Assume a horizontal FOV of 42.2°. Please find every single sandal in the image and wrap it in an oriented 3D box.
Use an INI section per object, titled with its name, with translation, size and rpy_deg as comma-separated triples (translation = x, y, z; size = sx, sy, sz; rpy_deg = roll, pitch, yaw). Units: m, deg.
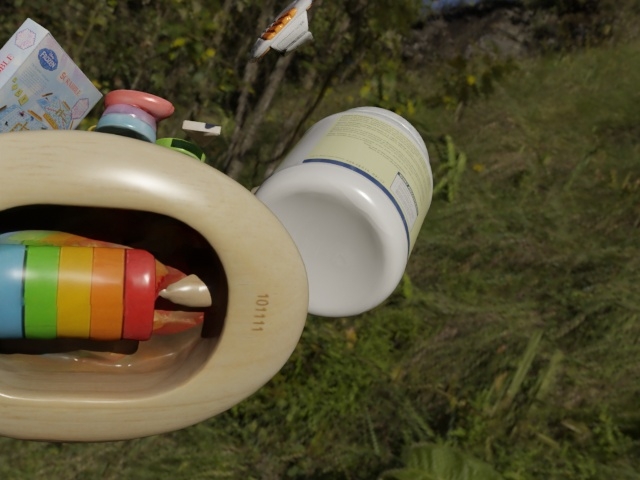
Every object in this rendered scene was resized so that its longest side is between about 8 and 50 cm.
[sandal]
translation = -0.032, -0.422, 1.593
size = 0.076, 0.265, 0.102
rpy_deg = 41, 17, -21

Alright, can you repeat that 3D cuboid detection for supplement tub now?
[supplement tub]
translation = 0.041, -0.057, 1.253
size = 0.235, 0.235, 0.325
rpy_deg = 26, 32, 3

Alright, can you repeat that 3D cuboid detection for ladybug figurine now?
[ladybug figurine]
translation = -0.239, 0.038, 0.809
size = 0.449, 0.305, 0.162
rpy_deg = 7, 14, -15

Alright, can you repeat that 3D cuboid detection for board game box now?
[board game box]
translation = -0.658, -0.282, 1.833
size = 0.066, 0.318, 0.319
rpy_deg = 35, -9, 13

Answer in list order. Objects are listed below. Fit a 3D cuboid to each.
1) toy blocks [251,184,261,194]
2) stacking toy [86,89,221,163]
[toy blocks]
translation = 0.000, 0.000, 2.067
size = 0.309, 0.289, 0.260
rpy_deg = 19, -19, -39
[stacking toy]
translation = -0.391, -0.193, 1.876
size = 0.279, 0.130, 0.309
rpy_deg = 17, -25, -18
